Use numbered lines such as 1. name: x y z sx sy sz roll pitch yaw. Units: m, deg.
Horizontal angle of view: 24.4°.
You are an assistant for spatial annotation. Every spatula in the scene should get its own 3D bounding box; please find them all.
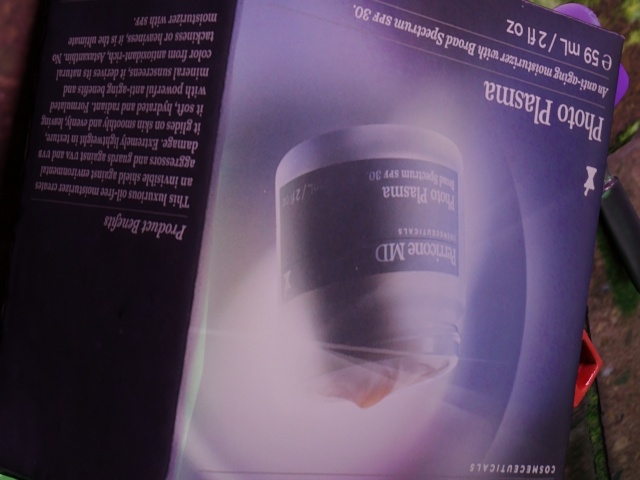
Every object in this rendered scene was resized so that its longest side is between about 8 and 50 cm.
1. spatula: 0.218 -0.055 1.130 0.084 0.030 0.296 -44 134 -14

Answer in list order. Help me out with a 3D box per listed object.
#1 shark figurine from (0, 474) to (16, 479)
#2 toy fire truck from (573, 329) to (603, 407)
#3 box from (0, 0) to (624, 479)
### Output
1. shark figurine: -0.218 0.120 0.830 0.278 0.116 0.166 -35 166 -8
2. toy fire truck: 0.090 0.116 1.049 0.192 0.135 0.047 -46 135 -9
3. box: 0.000 0.000 0.817 0.296 0.183 0.294 9 89 -42
